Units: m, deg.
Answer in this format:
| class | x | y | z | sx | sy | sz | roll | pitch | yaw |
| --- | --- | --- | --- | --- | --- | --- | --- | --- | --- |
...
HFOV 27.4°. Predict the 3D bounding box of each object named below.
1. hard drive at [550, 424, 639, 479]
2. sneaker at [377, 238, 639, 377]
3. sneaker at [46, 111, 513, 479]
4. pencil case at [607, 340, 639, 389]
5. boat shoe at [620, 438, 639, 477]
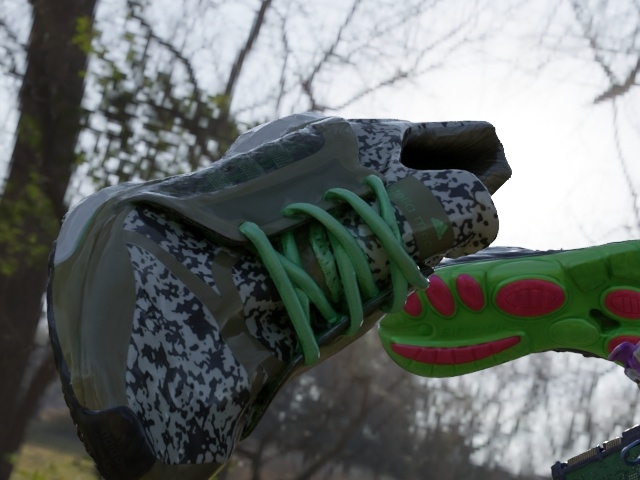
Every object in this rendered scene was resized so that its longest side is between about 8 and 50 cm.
| class | x | y | z | sx | sy | sz | roll | pitch | yaw |
| --- | --- | --- | --- | --- | --- | --- | --- | --- | --- |
| hard drive | 0.335 | 0.345 | 1.261 | 0.064 | 0.339 | 0.237 | 20 | -39 | -33 |
| sneaker | 0.313 | 0.067 | 1.630 | 0.482 | 0.185 | 0.202 | 2 | 16 | 6 |
| sneaker | 0.000 | 0.000 | 0.723 | 0.182 | 0.158 | 0.410 | -18 | 15 | 27 |
| pencil case | 0.270 | 0.133 | 0.828 | 0.088 | 0.206 | 0.086 | -15 | -34 | -25 |
| boat shoe | 0.314 | 0.149 | 1.099 | 0.089 | 0.109 | 0.258 | 19 | -28 | 0 |
